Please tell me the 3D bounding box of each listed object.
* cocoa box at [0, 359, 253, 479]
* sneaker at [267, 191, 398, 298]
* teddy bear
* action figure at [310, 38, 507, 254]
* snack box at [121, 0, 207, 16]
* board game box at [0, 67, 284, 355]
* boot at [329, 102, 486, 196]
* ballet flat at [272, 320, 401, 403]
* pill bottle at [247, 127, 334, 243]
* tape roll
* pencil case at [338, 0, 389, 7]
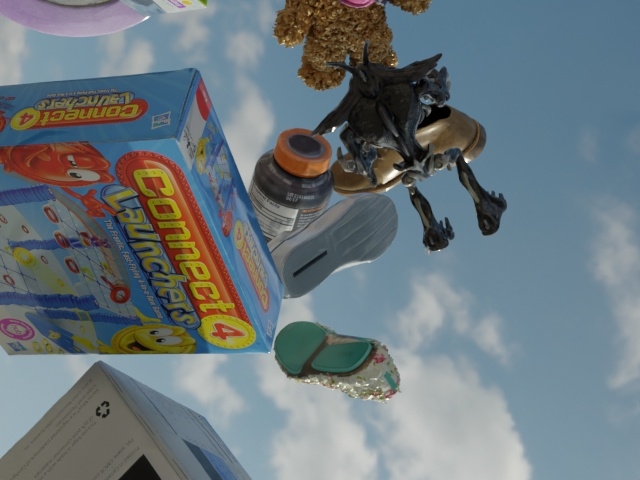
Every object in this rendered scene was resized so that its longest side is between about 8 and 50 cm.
[{"bbox_3d":[-0.243,0.353,1.056,0.347,0.228,0.231,-46,-127,-1],"label":"cocoa box"},{"bbox_3d":[0.000,0.000,1.263,0.091,0.258,0.094,1,-72,42],"label":"sneaker"},{"bbox_3d":[0.044,-0.354,1.544,0.338,0.245,0.113,114,-17,-52],"label":"teddy bear"},{"bbox_3d":[0.093,-0.115,1.089,0.164,0.275,0.141,-32,-153,8],"label":"action figure"},{"bbox_3d":[-0.143,-0.296,0.711,0.070,0.174,0.207,1,-103,30],"label":"snack box"},{"bbox_3d":[-0.219,-0.009,0.934,0.308,0.302,0.086,71,22,-46],"label":"board game box"},{"bbox_3d":[0.119,-0.161,1.650,0.305,0.115,0.112,-18,-123,36],"label":"boot"},{"bbox_3d":[0.017,0.156,1.198,0.091,0.077,0.241,-49,-158,-15],"label":"ballet flat"},{"bbox_3d":[-0.054,-0.059,1.555,0.130,0.130,0.245,-114,-147,-40],"label":"pill bottle"},{"bbox_3d":[-0.283,-0.370,1.118,0.275,0.275,0.090,-57,-145,39],"label":"tape roll"},{"bbox_3d":[0.078,-0.369,1.163,0.098,0.095,0.209,-38,-160,57],"label":"pencil case"}]
